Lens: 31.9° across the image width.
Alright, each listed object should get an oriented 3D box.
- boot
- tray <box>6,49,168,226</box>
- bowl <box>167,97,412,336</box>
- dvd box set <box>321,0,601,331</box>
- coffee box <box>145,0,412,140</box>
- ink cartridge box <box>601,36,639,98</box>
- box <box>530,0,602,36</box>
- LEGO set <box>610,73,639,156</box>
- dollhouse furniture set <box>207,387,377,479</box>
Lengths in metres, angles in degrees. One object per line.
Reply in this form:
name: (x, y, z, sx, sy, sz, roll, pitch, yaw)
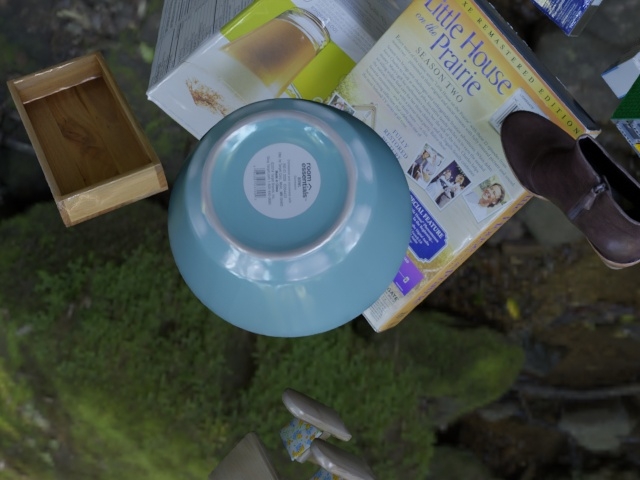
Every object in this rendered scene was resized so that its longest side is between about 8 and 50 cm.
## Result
boot: (0.294, -0.086, 1.276, 0.090, 0.248, 0.207, -34, 161, -3)
tray: (-0.463, -0.209, 2.198, 0.203, 0.411, 0.076, -22, 136, -12)
bowl: (-0.044, -0.046, 1.347, 0.311, 0.311, 0.163, 4, 169, 5)
dvd box set: (0.135, -0.120, 1.555, 0.420, 0.307, 0.062, -47, 161, 27)
coffee box: (-0.042, -0.318, 1.846, 0.334, 0.338, 0.337, -34, 124, 26)
ink cartridge box: (0.510, -0.286, 1.743, 0.052, 0.122, 0.088, 51, 158, -6)
box: (0.293, -0.390, 1.466, 0.036, 0.225, 0.136, -10, 141, -47)
LEGO set: (0.534, -0.174, 1.370, 0.192, 0.331, 0.255, 44, 154, -27)
dollhouse furniture set: (-0.060, 0.285, 1.081, 0.212, 0.242, 0.161, -47, 132, 11)
